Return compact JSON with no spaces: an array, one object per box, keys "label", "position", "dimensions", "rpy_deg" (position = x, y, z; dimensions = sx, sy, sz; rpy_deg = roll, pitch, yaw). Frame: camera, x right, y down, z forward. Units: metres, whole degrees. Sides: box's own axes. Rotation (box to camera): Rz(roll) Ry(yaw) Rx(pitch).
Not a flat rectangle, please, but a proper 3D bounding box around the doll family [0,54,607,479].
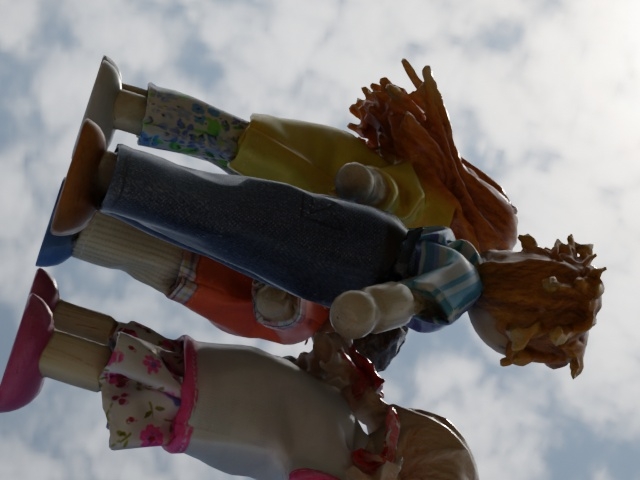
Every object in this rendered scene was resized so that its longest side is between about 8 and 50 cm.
[{"label":"doll family","position":[0.000,0.000,0.585],"dimensions":[0.163,0.118,0.263],"rpy_deg":[18,-169,-8]}]
